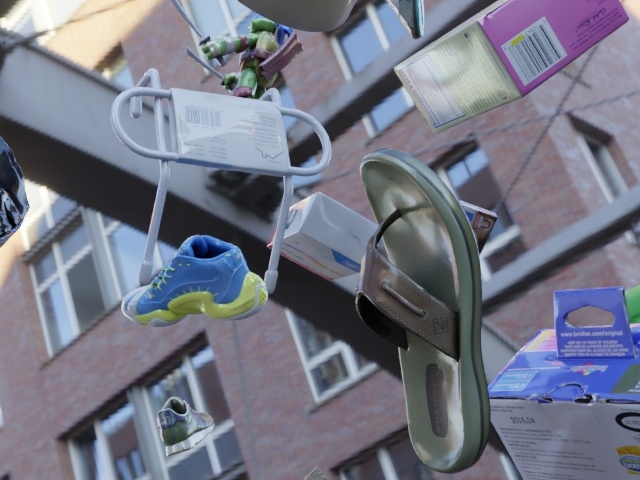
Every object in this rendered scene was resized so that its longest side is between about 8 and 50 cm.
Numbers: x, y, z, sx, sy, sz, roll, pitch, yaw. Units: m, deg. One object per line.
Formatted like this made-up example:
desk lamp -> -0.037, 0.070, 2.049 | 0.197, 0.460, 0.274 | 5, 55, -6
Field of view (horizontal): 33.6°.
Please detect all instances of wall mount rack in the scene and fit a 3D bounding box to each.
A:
wall mount rack -> -0.153, -0.090, 1.543 | 0.350, 0.304, 0.130 | 5, -24, -30

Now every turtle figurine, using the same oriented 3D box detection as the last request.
turtle figurine -> -0.179, -0.304, 2.010 | 0.275, 0.266, 0.198 | 6, -23, -19

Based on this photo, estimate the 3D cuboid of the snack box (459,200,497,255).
snack box -> 0.214, 0.027, 1.676 | 0.064, 0.022, 0.178 | 19, -69, -8

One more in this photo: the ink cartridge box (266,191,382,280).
ink cartridge box -> 0.000, 0.000, 1.771 | 0.134, 0.078, 0.231 | 29, -16, -13

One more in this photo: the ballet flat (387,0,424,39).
ballet flat -> 0.153, -0.479, 1.927 | 0.079, 0.221, 0.077 | 4, 19, 13

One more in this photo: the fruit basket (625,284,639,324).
fruit basket -> 0.578, 0.013, 1.386 | 0.392, 0.392, 0.283 | -34, -32, 27

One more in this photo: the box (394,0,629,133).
box -> 0.259, -0.271, 1.473 | 0.213, 0.117, 0.243 | -36, 8, -22

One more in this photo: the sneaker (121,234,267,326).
sneaker -> -0.190, 0.049, 1.495 | 0.240, 0.126, 0.091 | -6, 25, 25

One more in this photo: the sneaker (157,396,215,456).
sneaker -> -0.239, 0.312, 1.862 | 0.064, 0.086, 0.192 | -20, 1, 10

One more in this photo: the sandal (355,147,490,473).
sandal -> 0.082, 0.066, 0.944 | 0.086, 0.302, 0.120 | -11, 3, -29

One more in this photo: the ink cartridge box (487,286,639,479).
ink cartridge box -> 0.362, 0.239, 1.180 | 0.151, 0.395, 0.270 | -41, 18, -32

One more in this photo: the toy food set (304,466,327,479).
toy food set -> 0.024, 0.483, 1.744 | 0.132, 0.192, 0.038 | -46, 6, -8

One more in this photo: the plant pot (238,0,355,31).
plant pot -> -0.033, -0.495, 1.660 | 0.284, 0.284, 0.191 | 1, -39, -36

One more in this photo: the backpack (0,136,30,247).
backpack -> -0.527, -0.063, 1.376 | 0.213, 0.263, 0.276 | -48, 4, 22
